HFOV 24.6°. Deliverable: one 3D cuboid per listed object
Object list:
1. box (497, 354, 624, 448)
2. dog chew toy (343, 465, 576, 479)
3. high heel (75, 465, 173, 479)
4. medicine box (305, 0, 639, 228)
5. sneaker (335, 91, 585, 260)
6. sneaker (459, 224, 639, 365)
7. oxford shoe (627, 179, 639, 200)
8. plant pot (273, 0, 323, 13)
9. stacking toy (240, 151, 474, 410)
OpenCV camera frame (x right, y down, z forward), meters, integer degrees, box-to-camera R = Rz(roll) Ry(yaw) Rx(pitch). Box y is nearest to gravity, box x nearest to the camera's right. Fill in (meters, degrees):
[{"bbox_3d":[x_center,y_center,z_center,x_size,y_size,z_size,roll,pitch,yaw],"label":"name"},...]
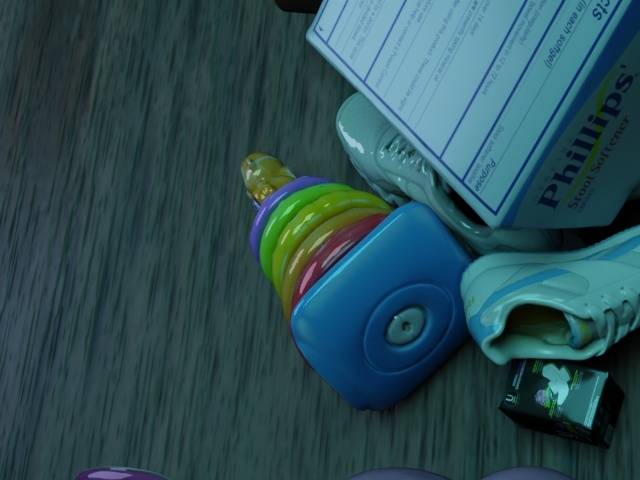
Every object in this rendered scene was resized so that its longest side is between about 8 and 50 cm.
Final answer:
[{"bbox_3d":[0.199,0.132,1.217,0.083,0.062,0.052,12,73,29],"label":"box"},{"bbox_3d":[0.141,0.261,1.106,0.332,0.206,0.206,-11,61,12],"label":"dog chew toy"},{"bbox_3d":[-0.128,0.279,1.289,0.244,0.082,0.117,16,63,18],"label":"high heel"},{"bbox_3d":[0.164,-0.195,1.194,0.289,0.149,0.263,49,125,35],"label":"medicine box"},{"bbox_3d":[0.113,-0.065,1.325,0.110,0.118,0.292,-49,54,-1],"label":"sneaker"},{"bbox_3d":[0.232,0.050,1.200,0.229,0.087,0.092,-12,36,5],"label":"sneaker"},{"bbox_3d":[0.363,-0.175,1.187,0.449,0.130,0.169,-31,29,33],"label":"oxford shoe"},{"bbox_3d":[0.093,-0.302,1.415,0.231,0.215,0.215,15,72,15],"label":"plant pot"},{"bbox_3d":[0.000,0.000,1.340,0.166,0.175,0.302,-43,44,-1],"label":"stacking toy"}]
